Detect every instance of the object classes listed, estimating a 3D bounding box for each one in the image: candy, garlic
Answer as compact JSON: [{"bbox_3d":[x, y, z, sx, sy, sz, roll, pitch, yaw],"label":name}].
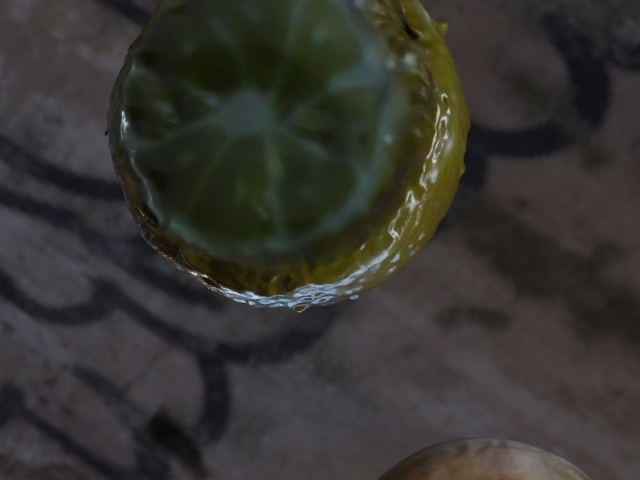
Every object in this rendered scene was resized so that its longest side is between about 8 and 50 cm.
[{"bbox_3d":[-0.023,-0.078,1.296,0.260,0.260,0.118,-53,162,2],"label":"candy"},{"bbox_3d":[0.099,0.185,1.226,0.207,0.115,0.128,-20,-171,-4],"label":"garlic"}]
